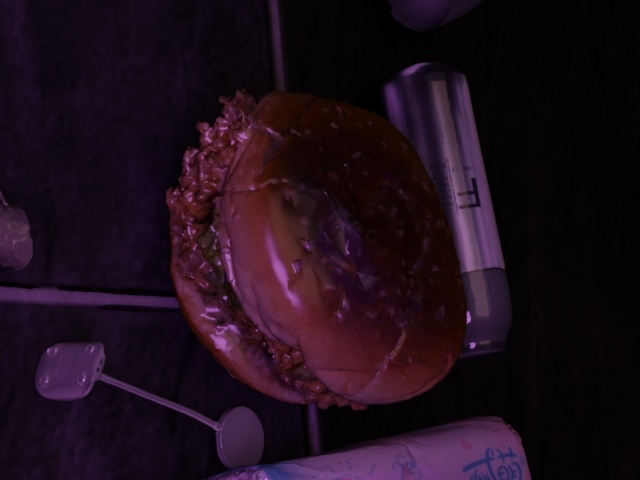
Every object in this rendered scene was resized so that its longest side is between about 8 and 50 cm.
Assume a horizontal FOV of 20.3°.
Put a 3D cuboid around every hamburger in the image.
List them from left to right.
[{"bbox_3d":[0.000,0.000,1.393,0.286,0.146,0.243,49,44,-15],"label":"hamburger"}]

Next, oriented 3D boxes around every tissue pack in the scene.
[{"bbox_3d":[0.044,0.251,1.359,0.271,0.124,0.201,-6,84,-41],"label":"tissue pack"}]

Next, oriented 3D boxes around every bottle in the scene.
[{"bbox_3d":[0.101,-0.022,1.522,0.096,0.079,0.253,-10,81,-3],"label":"bottle"}]

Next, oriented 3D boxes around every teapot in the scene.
[{"bbox_3d":[-0.242,-0.010,1.249,0.083,0.057,0.067,10,73,-45],"label":"teapot"}]

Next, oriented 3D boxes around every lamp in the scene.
[{"bbox_3d":[-0.120,0.125,1.327,0.198,0.056,0.050,32,56,-41],"label":"lamp"}]

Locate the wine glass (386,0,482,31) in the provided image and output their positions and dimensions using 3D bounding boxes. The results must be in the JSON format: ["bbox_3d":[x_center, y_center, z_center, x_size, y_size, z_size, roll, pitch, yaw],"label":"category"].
[{"bbox_3d":[0.130,-0.363,1.634,0.309,0.096,0.264,-37,103,-39],"label":"wine glass"}]
